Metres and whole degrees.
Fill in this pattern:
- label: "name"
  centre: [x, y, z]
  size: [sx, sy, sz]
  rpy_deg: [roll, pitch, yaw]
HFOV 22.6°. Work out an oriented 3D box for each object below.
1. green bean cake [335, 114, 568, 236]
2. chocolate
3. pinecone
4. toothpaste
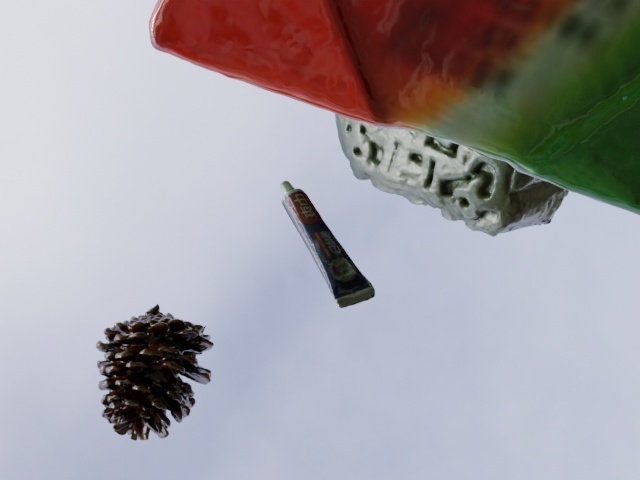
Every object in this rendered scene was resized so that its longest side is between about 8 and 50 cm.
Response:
- label: "green bean cake"
  centre: [0.123, -0.131, 1.422]
  size: [0.125, 0.227, 0.223]
  rpy_deg: [-15, -56, -44]
- label: "chocolate"
  centre: [0.102, -0.183, 0.992]
  size: [0.341, 0.161, 0.360]
  rpy_deg: [18, -154, -1]
- label: "pinecone"
  centre: [-0.143, 0.108, 1.316]
  size: [0.102, 0.102, 0.109]
  rpy_deg: [45, -125, -24]
- label: "toothpaste"
  centre: [0.000, 0.000, 1.366]
  size: [0.037, 0.021, 0.140]
  rpy_deg: [-18, -123, -23]
